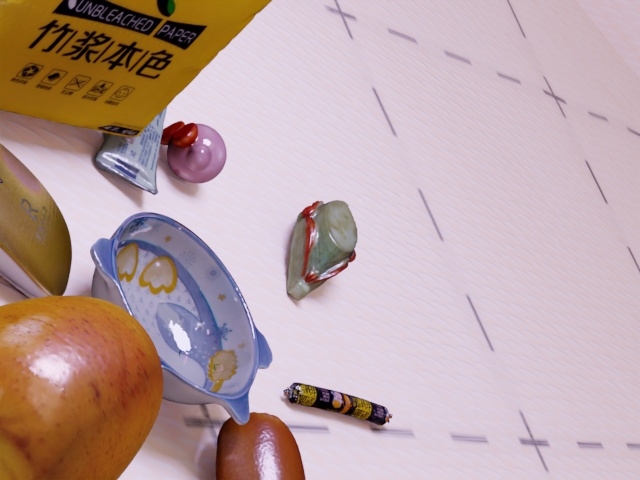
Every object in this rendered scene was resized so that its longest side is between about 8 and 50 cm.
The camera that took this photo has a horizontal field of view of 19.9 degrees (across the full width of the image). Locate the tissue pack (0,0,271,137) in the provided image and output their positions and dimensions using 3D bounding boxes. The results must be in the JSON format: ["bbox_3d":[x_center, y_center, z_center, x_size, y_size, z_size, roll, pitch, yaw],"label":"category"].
[{"bbox_3d":[-0.252,-0.277,1.774,0.382,0.293,0.228,11,41,-56],"label":"tissue pack"}]

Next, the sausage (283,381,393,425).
[{"bbox_3d":[0.022,0.184,2.045,0.198,0.025,0.028,21,46,-49],"label":"sausage"}]

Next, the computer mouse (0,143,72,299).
[{"bbox_3d":[-0.316,-0.042,1.685,0.245,0.056,0.126,42,29,-25],"label":"computer mouse"}]

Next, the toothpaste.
[{"bbox_3d":[-0.195,-0.150,2.028,0.069,0.047,0.268,58,23,-33],"label":"toothpaste"}]

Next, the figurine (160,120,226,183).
[{"bbox_3d":[-0.138,-0.098,2.036,0.071,0.067,0.083,58,-5,-19],"label":"figurine"}]

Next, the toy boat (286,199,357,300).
[{"bbox_3d":[0.001,0.000,2.167,0.089,0.071,0.185,45,27,-19],"label":"toy boat"}]

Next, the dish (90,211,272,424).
[{"bbox_3d":[-0.160,0.088,1.770,0.236,0.086,0.228,47,28,-19],"label":"dish"}]

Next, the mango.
[{"bbox_3d":[-0.227,0.143,1.501,0.350,0.199,0.201,-26,112,-77],"label":"mango"}]

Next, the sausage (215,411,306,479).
[{"bbox_3d":[-0.048,0.294,1.731,0.089,0.083,0.300,45,27,-49],"label":"sausage"}]
